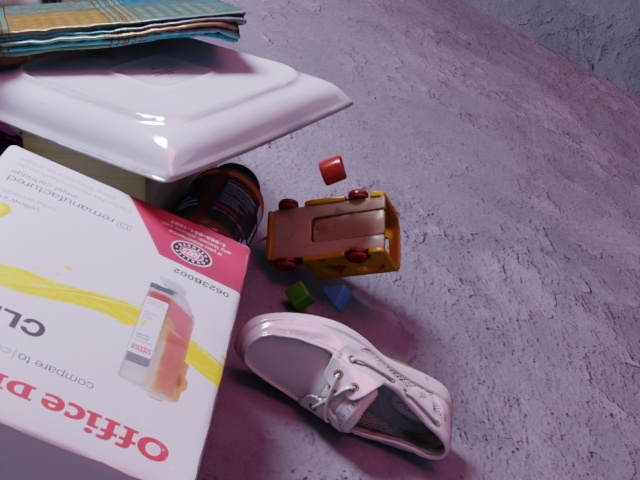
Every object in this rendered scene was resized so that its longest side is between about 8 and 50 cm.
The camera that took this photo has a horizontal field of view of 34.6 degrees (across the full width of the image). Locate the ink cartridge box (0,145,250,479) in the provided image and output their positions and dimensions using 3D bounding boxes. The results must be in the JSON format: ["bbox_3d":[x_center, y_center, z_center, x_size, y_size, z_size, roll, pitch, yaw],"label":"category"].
[{"bbox_3d":[-0.234,0.105,0.929,0.279,0.160,0.385,25,28,-10],"label":"ink cartridge box"}]

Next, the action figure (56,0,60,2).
[{"bbox_3d":[-0.474,-0.449,1.386,0.248,0.276,0.370,4,32,27],"label":"action figure"}]

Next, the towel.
[{"bbox_3d":[-0.298,-0.272,1.298,0.370,0.040,0.271,-8,20,-14],"label":"towel"}]

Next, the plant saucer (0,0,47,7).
[{"bbox_3d":[-0.553,-0.444,1.669,0.310,0.050,0.311,24,28,-14],"label":"plant saucer"}]

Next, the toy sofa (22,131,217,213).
[{"bbox_3d":[-0.245,-0.117,1.339,0.150,0.177,0.362,7,28,7],"label":"toy sofa"}]

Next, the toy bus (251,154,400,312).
[{"bbox_3d":[0.011,0.003,1.379,0.202,0.191,0.104,42,-5,32],"label":"toy bus"}]

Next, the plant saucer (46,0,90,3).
[{"bbox_3d":[-0.408,-0.407,1.686,0.198,0.036,0.199,52,20,-27],"label":"plant saucer"}]

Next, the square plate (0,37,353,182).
[{"bbox_3d":[-0.193,-0.181,1.226,0.344,0.049,0.347,21,31,29],"label":"square plate"}]

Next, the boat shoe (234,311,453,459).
[{"bbox_3d":[0.034,0.167,1.149,0.277,0.098,0.096,23,27,-14],"label":"boat shoe"}]

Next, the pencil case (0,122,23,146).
[{"bbox_3d":[-0.431,-0.179,1.297,0.209,0.095,0.098,24,32,-6],"label":"pencil case"}]

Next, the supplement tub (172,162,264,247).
[{"bbox_3d":[-0.131,-0.025,1.292,0.106,0.106,0.198,27,33,-4],"label":"supplement tub"}]

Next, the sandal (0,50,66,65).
[{"bbox_3d":[-0.483,-0.293,1.467,0.079,0.088,0.240,22,19,39],"label":"sandal"}]
